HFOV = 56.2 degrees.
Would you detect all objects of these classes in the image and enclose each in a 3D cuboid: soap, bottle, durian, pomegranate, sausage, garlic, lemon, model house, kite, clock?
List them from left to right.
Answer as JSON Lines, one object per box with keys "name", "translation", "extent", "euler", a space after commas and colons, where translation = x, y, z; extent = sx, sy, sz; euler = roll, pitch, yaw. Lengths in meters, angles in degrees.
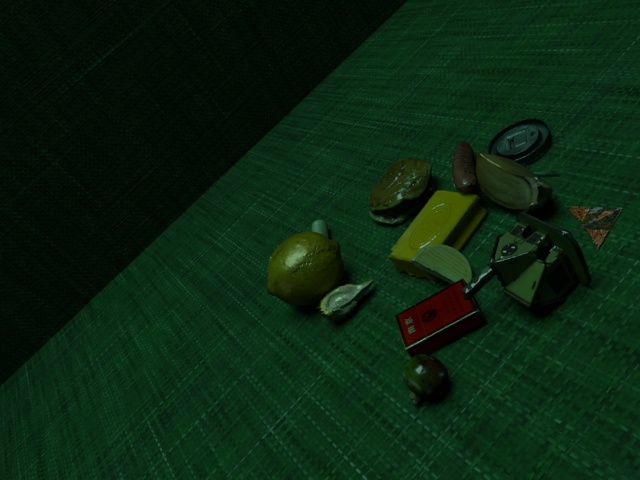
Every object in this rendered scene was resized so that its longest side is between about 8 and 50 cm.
{"name": "lemon", "translation": [-0.060, 0.105, 2.167], "extent": [0.310, 0.258, 0.258], "euler": [-36, 30, -7]}
{"name": "bottle", "translation": [0.000, 0.000, 2.418], "extent": [0.072, 0.072, 0.201], "euler": [-28, 33, 17]}
{"name": "durian", "translation": [0.097, 0.206, 2.054], "extent": [0.224, 0.078, 0.140], "euler": [-28, 19, -2]}
{"name": "pomegranate", "translation": [0.283, 0.369, 1.610], "extent": [0.130, 0.130, 0.130], "euler": [-27, 33, 19]}
{"name": "soap", "translation": [0.388, -0.020, 2.011], "extent": [0.324, 0.096, 0.204], "euler": [-51, 33, -18]}
{"name": "sausage", "translation": [0.510, -0.262, 2.134], "extent": [0.088, 0.088, 0.433], "euler": [-25, 18, 22]}
{"name": "garlic", "translation": [0.615, -0.165, 1.874], "extent": [0.151, 0.196, 0.338], "euler": [-51, 32, 10]}
{"name": "clock", "translation": [0.710, -0.343, 2.140], "extent": [0.226, 0.049, 0.226], "euler": [-26, 34, 20]}
{"name": "model house", "translation": [0.531, 0.102, 1.594], "extent": [0.278, 0.205, 0.218], "euler": [-41, 30, -6]}
{"name": "kite", "translation": [0.805, -0.065, 1.715], "extent": [0.125, 0.008, 0.222], "euler": [-29, 32, 16]}

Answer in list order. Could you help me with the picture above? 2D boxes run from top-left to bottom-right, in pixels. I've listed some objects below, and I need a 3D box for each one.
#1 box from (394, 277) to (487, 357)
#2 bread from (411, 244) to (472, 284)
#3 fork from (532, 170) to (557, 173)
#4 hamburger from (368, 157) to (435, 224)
{"name": "box", "translation": [0.347, 0.230, 1.754], "extent": [0.240, 0.074, 0.153], "euler": [-31, 36, 13]}
{"name": "bread", "translation": [0.389, 0.071, 1.857], "extent": [0.193, 0.036, 0.112], "euler": [28, 64, 11]}
{"name": "fork", "translation": [0.693, -0.222, 2.028], "extent": [0.235, 0.021, 0.039], "euler": [7, 58, 49]}
{"name": "hamburger", "translation": [0.302, -0.198, 2.297], "extent": [0.265, 0.134, 0.285], "euler": [12, 55, 50]}
